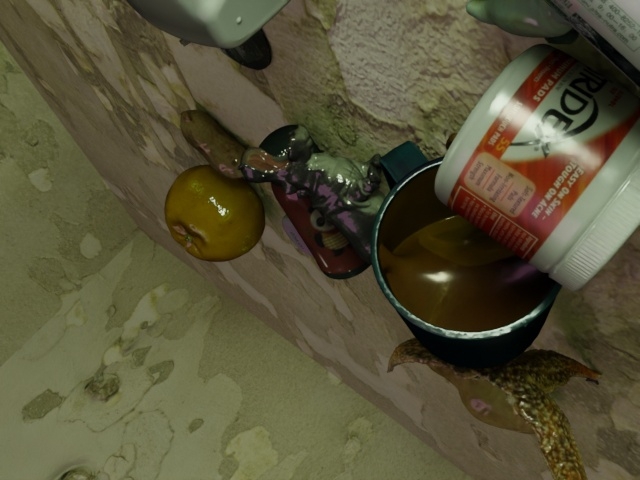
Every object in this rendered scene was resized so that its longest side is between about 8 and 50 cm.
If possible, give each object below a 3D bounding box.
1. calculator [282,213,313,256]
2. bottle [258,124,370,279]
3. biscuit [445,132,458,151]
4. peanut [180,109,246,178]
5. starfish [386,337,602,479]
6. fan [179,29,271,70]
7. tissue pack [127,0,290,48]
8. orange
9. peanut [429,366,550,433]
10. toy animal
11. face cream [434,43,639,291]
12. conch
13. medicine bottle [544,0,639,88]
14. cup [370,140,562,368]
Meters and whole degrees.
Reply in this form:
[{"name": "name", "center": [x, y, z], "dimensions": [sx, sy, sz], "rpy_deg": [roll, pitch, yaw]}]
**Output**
[{"name": "calculator", "center": [0.000, 0.000, 1.628], "dimensions": [0.246, 0.045, 0.141], "rpy_deg": [20, 152, 47]}, {"name": "bottle", "center": [-0.009, -0.079, 1.314], "dimensions": [0.144, 0.144, 0.336], "rpy_deg": [19, 150, 50]}, {"name": "biscuit", "center": [0.266, -0.085, 0.909], "dimensions": [0.205, 0.031, 0.138], "rpy_deg": [43, 171, -2]}, {"name": "peanut", "center": [-0.252, -0.227, 1.558], "dimensions": [0.214, 0.099, 0.099], "rpy_deg": [41, 162, -1]}, {"name": "starfish", "center": [0.305, 0.236, 1.103], "dimensions": [0.398, 0.384, 0.132], "rpy_deg": [20, 113, 29]}, {"name": "fan", "center": [-0.205, -0.411, 1.175], "dimensions": [0.294, 0.012, 0.223], "rpy_deg": [28, 157, 35]}, {"name": "tissue pack", "center": [-0.169, -0.410, 0.758], "dimensions": [0.236, 0.229, 0.333], "rpy_deg": [31, 159, 24]}, {"name": "orange", "center": [-0.285, -0.069, 1.754], "dimensions": [0.279, 0.235, 0.279], "rpy_deg": [30, 155, 16]}, {"name": "peanut", "center": [0.354, 0.305, 1.427], "dimensions": [0.319, 0.147, 0.147], "rpy_deg": [37, 161, 17]}, {"name": "toy animal", "center": [0.033, -0.092, 1.156], "dimensions": [0.343, 0.106, 0.168], "rpy_deg": [35, 123, -11]}, {"name": "face cream", "center": [0.249, -0.078, 0.695], "dimensions": [0.187, 0.201, 0.201], "rpy_deg": [37, 161, 15]}, {"name": "conch", "center": [0.222, -0.232, 0.650], "dimensions": [0.180, 0.088, 0.065], "rpy_deg": [25, 113, 57]}, {"name": "medicine bottle", "center": [0.245, -0.215, 0.494], "dimensions": [0.293, 0.141, 0.141], "rpy_deg": [42, 162, 0]}, {"name": "cup", "center": [0.190, 0.037, 0.945], "dimensions": [0.308, 0.242, 0.292], "rpy_deg": [27, 169, 23]}]
